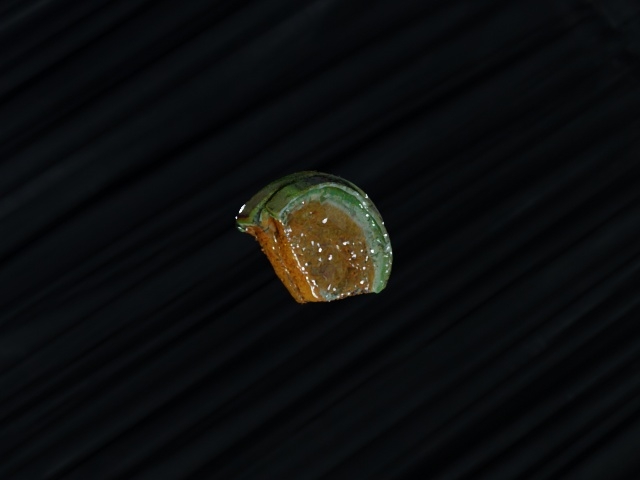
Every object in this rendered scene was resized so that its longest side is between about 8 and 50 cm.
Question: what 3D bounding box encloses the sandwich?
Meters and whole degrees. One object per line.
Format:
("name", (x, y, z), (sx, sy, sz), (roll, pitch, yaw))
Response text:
("sandwich", (0.004, -0.001, 0.875), (0.026, 0.069, 0.101), (22, 155, 51))
